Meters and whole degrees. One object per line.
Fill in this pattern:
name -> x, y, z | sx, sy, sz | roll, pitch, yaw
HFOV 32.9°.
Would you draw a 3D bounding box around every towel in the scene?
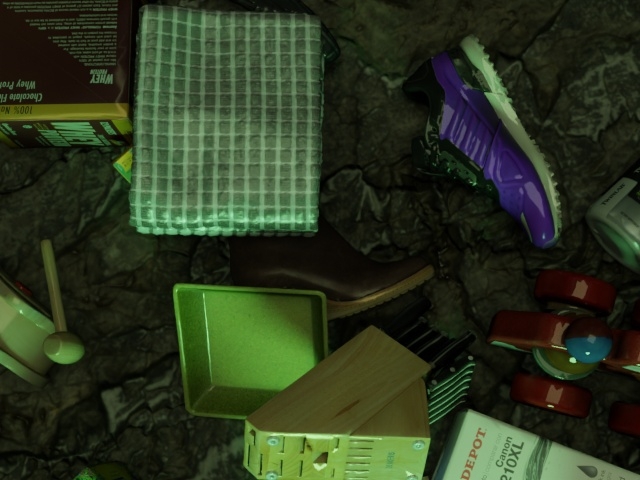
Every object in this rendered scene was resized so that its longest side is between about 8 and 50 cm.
towel -> -0.112, -0.148, 1.307 | 0.235, 0.121, 0.284 | 0, 82, -1

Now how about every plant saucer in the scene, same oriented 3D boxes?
plant saucer -> -0.077, 0.131, 1.329 | 0.188, 0.045, 0.188 | 3, 115, 11

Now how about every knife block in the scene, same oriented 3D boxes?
knife block -> 0.050, 0.163, 1.279 | 0.275, 0.088, 0.242 | 2, 41, -4

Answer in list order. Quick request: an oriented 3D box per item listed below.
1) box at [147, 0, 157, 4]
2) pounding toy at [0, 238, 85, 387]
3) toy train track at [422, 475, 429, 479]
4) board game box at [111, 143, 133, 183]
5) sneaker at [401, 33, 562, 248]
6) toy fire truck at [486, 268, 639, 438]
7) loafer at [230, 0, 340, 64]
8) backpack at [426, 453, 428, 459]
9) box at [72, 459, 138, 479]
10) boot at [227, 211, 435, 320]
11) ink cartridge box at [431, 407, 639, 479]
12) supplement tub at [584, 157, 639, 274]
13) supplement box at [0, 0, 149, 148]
box -> -0.410, -0.483, 1.466 | 0.394, 0.097, 0.318 | 2, 77, 3
pounding toy -> -0.363, 0.075, 1.351 | 0.269, 0.154, 0.155 | 37, 83, 27
toy train track -> 0.108, 0.286, 1.352 | 0.048, 0.014, 0.083 | -13, 79, 0
board game box -> -0.132, -0.141, 1.404 | 0.259, 0.039, 0.124 | -44, 107, -8
sneaker -> 0.195, -0.105, 1.380 | 0.146, 0.102, 0.293 | -25, 75, 2
toy fire truck -> 0.349, 0.129, 1.248 | 0.302, 0.254, 0.169 | 15, 81, 5
loafer -> -0.068, -0.301, 1.435 | 0.223, 0.076, 0.078 | 41, 94, 10
backpack -> 0.065, 0.256, 1.317 | 0.120, 0.098, 0.101 | 27, 60, 24
box -> -0.263, 0.458, 1.256 | 0.279, 0.177, 0.290 | 44, 85, 8
boot -> 0.000, 0.000, 1.365 | 0.248, 0.090, 0.207 | -18, 83, 4
ink cartridge box -> 0.250, 0.322, 1.296 | 0.237, 0.100, 0.172 | 21, 82, 5
supplement tub -> 0.433, -0.058, 1.347 | 0.190, 0.117, 0.117 | -43, 81, -5
supplement box -> -0.325, -0.229, 1.401 | 0.191, 0.129, 0.194 | -1, 80, 2
